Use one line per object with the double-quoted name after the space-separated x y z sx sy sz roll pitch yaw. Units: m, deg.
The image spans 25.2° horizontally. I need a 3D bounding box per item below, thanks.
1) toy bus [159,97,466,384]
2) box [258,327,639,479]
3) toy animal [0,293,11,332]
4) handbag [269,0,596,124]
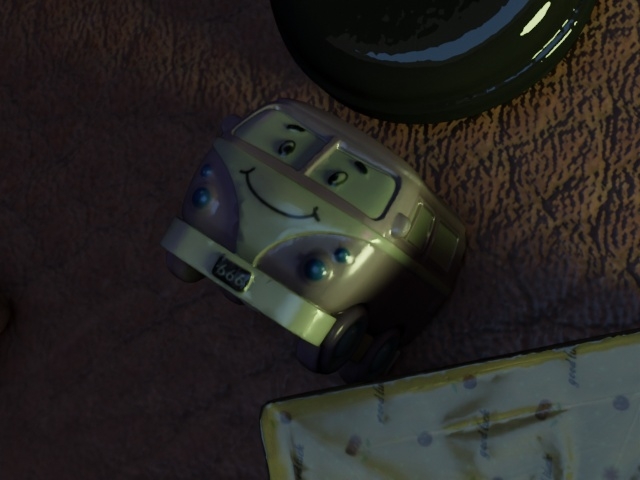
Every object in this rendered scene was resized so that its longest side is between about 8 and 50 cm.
0.000 0.000 0.939 0.142 0.202 0.142 34 90 21 "toy bus"
0.140 0.179 0.867 0.297 0.190 0.225 -14 78 17 "box"
-0.356 0.045 1.085 0.197 0.171 0.171 36 93 13 "toy animal"
0.075 -0.236 1.012 0.253 0.093 0.308 -12 77 18 "handbag"
